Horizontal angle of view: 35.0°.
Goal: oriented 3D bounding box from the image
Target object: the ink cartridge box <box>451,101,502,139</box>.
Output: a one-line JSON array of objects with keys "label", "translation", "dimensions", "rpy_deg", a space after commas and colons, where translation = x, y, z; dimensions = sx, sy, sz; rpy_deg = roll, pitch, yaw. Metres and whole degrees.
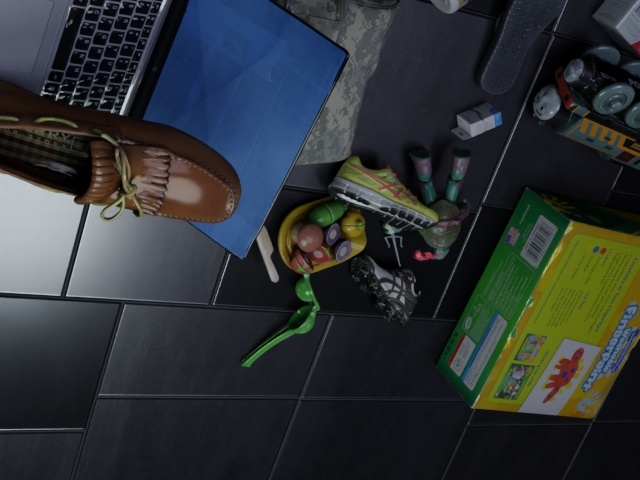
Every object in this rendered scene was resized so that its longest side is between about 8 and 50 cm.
[{"label": "ink cartridge box", "translation": [0.284, -0.219, 1.862], "dimensions": [0.083, 0.048, 0.028], "rpy_deg": [-25, 128, -14]}]

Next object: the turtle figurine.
[{"label": "turtle figurine", "translation": [0.217, -0.053, 1.893], "dimensions": [0.175, 0.118, 0.234], "rpy_deg": [-9, 117, -24]}]

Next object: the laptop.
[{"label": "laptop", "translation": [-0.249, -0.190, 1.382], "dimensions": [0.407, 0.236, 0.382], "rpy_deg": [2, 131, -36]}]

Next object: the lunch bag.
[{"label": "lunch bag", "translation": [-0.027, -0.266, 1.553], "dimensions": [0.256, 0.212, 0.305], "rpy_deg": [1, 121, -33]}]

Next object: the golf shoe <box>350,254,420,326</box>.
[{"label": "golf shoe", "translation": [0.128, 0.075, 1.955], "dimensions": [0.094, 0.077, 0.198], "rpy_deg": [-50, 134, -15]}]

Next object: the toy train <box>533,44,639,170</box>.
[{"label": "toy train", "translation": [0.560, -0.244, 1.931], "dimensions": [0.333, 0.142, 0.190], "rpy_deg": [14, 140, -32]}]

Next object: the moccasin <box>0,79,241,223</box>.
[{"label": "moccasin", "translation": [-0.290, -0.102, 1.344], "dimensions": [0.380, 0.147, 0.139], "rpy_deg": [22, 124, -14]}]

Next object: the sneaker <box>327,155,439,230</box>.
[{"label": "sneaker", "translation": [0.123, -0.087, 1.798], "dimensions": [0.208, 0.081, 0.094], "rpy_deg": [25, 68, -13]}]

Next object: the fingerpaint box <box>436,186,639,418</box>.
[{"label": "fingerpaint box", "translation": [0.507, 0.142, 2.139], "dimensions": [0.371, 0.163, 0.445], "rpy_deg": [10, 114, -32]}]

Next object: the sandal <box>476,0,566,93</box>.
[{"label": "sandal", "translation": [0.348, -0.383, 1.802], "dimensions": [0.097, 0.054, 0.254], "rpy_deg": [15, 120, -28]}]

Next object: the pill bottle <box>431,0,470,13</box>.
[{"label": "pill bottle", "translation": [0.256, -0.464, 1.652], "dimensions": [0.186, 0.112, 0.112], "rpy_deg": [-35, 130, -5]}]

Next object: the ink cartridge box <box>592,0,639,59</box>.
[{"label": "ink cartridge box", "translation": [0.614, -0.443, 1.891], "dimensions": [0.127, 0.072, 0.175], "rpy_deg": [33, 100, -39]}]

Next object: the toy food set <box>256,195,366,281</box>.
[{"label": "toy food set", "translation": [0.000, 0.000, 1.797], "dimensions": [0.217, 0.071, 0.128], "rpy_deg": [-20, 109, -26]}]

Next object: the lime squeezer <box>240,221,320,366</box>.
[{"label": "lime squeezer", "translation": [-0.052, 0.107, 1.888], "dimensions": [0.109, 0.059, 0.310], "rpy_deg": [18, 113, -2]}]
